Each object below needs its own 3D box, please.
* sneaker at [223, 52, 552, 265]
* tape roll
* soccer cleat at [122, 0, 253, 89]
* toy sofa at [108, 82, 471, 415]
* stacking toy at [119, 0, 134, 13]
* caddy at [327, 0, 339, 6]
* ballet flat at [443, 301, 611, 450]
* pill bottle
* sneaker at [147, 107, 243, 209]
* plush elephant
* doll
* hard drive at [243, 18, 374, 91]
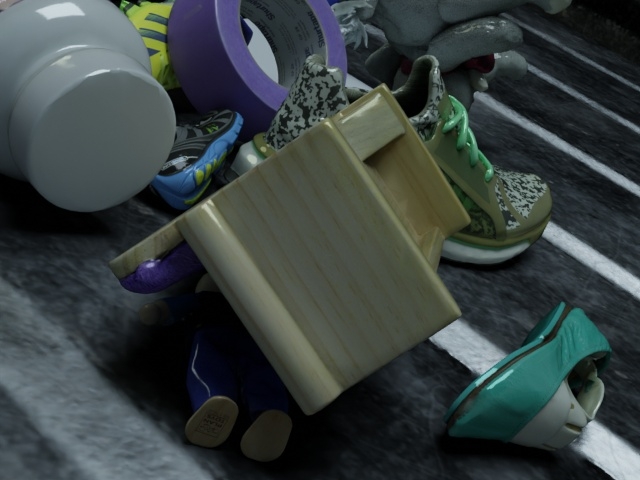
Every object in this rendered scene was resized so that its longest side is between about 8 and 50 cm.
[{"bbox_3d":[0.111,-0.090,1.137,0.410,0.182,0.158,4,29,-40],"label":"sneaker"},{"bbox_3d":[-0.064,-0.203,1.184,0.189,0.080,0.189,20,61,-42],"label":"tape roll"},{"bbox_3d":[-0.155,-0.201,1.203,0.121,0.093,0.289,34,34,-2],"label":"soccer cleat"},{"bbox_3d":[0.000,0.000,0.839,0.150,0.177,0.362,56,13,-5],"label":"toy sofa"},{"bbox_3d":[-0.304,-0.275,1.309,0.167,0.052,0.221,19,23,-12],"label":"stacking toy"},{"bbox_3d":[-0.109,-0.435,1.687,0.341,0.179,0.241,25,3,-34],"label":"caddy"},{"bbox_3d":[0.182,0.117,0.893,0.087,0.083,0.247,45,29,12],"label":"ballet flat"},{"bbox_3d":[-0.247,-0.152,0.946,0.169,0.169,0.301,2,31,-41],"label":"pill bottle"},{"bbox_3d":[-0.126,-0.091,1.059,0.078,0.067,0.188,30,26,-1],"label":"sneaker"},{"bbox_3d":[0.175,-0.259,1.500,0.330,0.255,0.272,-26,43,-1],"label":"plush elephant"},{"bbox_3d":[-0.067,0.072,0.784,0.129,0.046,0.189,18,24,-16],"label":"doll"},{"bbox_3d":[-0.025,-0.181,1.373,0.318,0.040,0.210,35,29,24],"label":"hard drive"}]
